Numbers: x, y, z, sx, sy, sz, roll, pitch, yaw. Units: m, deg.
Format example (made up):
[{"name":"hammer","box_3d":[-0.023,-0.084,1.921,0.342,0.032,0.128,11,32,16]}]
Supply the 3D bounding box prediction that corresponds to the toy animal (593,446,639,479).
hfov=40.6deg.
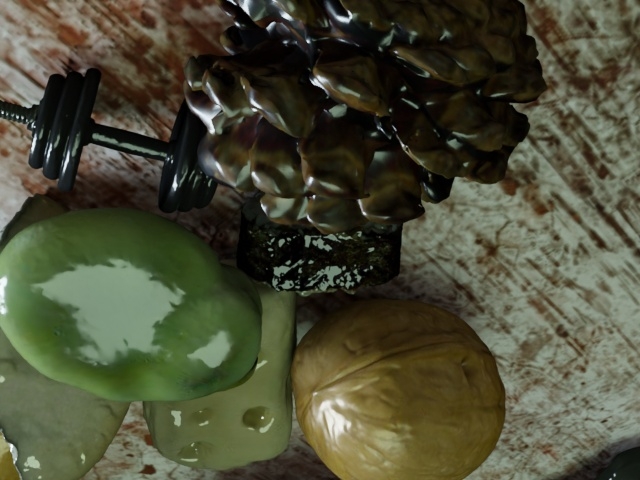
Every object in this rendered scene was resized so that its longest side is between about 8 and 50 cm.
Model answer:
[{"name":"toy animal","box_3d":[0.370,0.354,1.120,0.146,0.114,0.245,32,98,-37]}]

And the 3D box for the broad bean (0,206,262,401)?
[{"name":"broad bean","box_3d":[-0.152,0.060,0.709,0.228,0.100,0.169,36,105,-19]}]

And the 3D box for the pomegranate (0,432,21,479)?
[{"name":"pomegranate","box_3d":[-0.316,0.169,0.819,0.196,0.196,0.196,-4,130,-4]}]

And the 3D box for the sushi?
[{"name":"sushi","box_3d":[0.000,0.000,0.775,0.150,0.090,0.078,-1,122,-13]}]

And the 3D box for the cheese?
[{"name":"cheese","box_3d":[-0.104,0.132,0.872,0.159,0.093,0.263,0,130,-4]}]

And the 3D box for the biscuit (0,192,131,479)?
[{"name":"biscuit","box_3d":[-0.245,0.091,0.745,0.188,0.265,0.040,-6,178,-35]}]

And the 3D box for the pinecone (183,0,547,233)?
[{"name":"pinecone","box_3d":[0.029,-0.116,0.589,0.244,0.243,0.257,1,141,-8]}]

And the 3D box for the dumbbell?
[{"name":"dumbbell","box_3d":[-0.152,-0.077,0.683,0.209,0.099,0.099,13,127,-17]}]

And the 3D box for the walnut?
[{"name":"walnut","box_3d":[0.075,0.148,0.837,0.226,0.193,0.193,20,126,-41]}]
